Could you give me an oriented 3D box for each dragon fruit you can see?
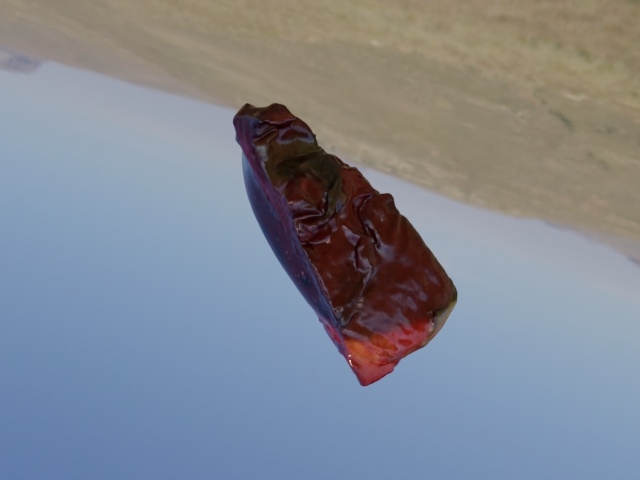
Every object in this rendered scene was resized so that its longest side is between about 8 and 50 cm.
[{"bbox_3d":[-0.001,0.003,0.499,0.097,0.063,0.131,6,136,32],"label":"dragon fruit"}]
